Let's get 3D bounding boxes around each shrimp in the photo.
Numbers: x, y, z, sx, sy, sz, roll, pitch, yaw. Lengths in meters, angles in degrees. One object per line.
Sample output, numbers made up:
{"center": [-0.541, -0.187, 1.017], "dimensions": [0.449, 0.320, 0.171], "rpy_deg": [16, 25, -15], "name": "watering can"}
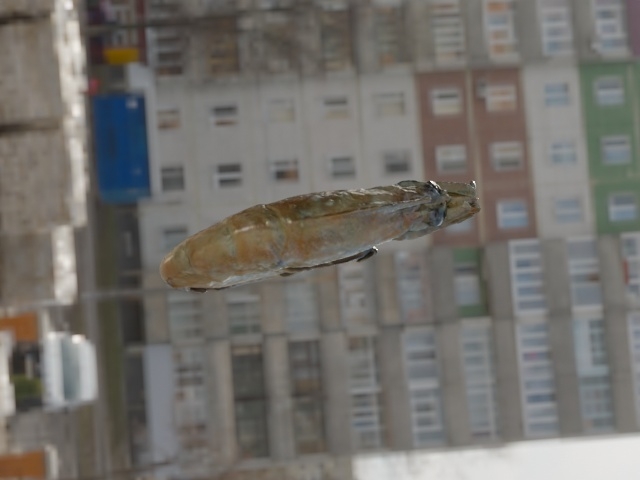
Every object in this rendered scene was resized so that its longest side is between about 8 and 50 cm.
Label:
{"center": [0.000, 0.000, 1.065], "dimensions": [0.126, 0.223, 0.047], "rpy_deg": [90, -12, -75], "name": "shrimp"}
